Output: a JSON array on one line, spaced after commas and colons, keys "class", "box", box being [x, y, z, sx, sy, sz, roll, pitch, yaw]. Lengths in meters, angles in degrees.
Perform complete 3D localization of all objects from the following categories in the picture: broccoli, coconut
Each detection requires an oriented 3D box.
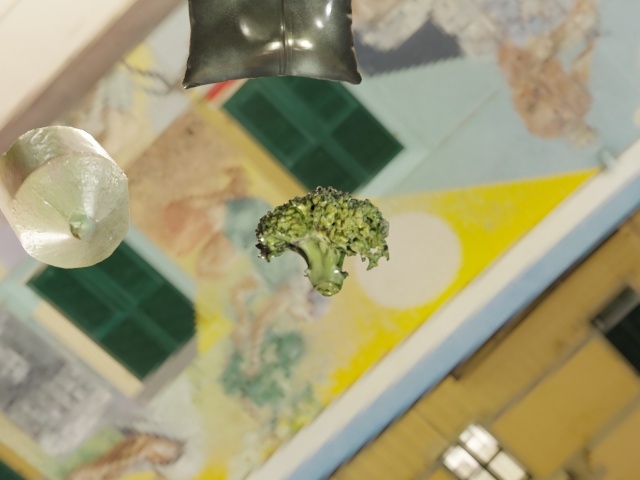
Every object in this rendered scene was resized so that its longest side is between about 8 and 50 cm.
[{"class": "broccoli", "box": [0.000, 0.000, 1.352, 0.095, 0.097, 0.092, -23, -118, 58]}, {"class": "coconut", "box": [-0.231, -0.038, 1.442, 0.116, 0.116, 0.122, -45, -140, 3]}]

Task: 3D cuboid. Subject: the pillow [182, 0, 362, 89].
[{"class": "pillow", "box": [-0.069, -0.300, 2.170, 0.250, 0.186, 0.106, -3, -179, -8]}]
